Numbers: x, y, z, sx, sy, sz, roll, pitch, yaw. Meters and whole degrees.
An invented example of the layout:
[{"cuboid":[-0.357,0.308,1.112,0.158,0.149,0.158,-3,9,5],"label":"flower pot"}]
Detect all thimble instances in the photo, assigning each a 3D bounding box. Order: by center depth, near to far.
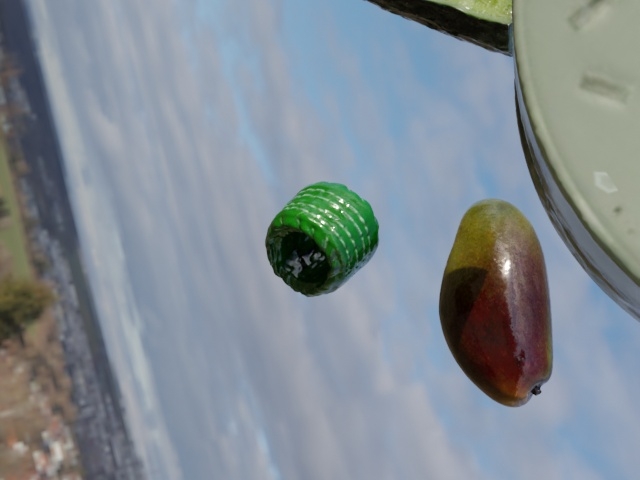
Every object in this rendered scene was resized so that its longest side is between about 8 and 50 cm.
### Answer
[{"cuboid":[0.000,0.000,1.543,0.118,0.090,0.130,29,-39,21],"label":"thimble"}]

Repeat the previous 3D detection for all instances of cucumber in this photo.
[{"cuboid":[0.121,-0.250,1.426,0.211,0.078,0.062,21,-33,26],"label":"cucumber"}]

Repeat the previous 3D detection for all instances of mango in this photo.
[{"cuboid":[0.207,0.068,1.623,0.111,0.133,0.267,40,42,-57],"label":"mango"}]

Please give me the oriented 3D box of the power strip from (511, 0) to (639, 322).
[{"cuboid":[0.250,-0.085,0.623,0.161,0.357,0.357,30,44,-79],"label":"power strip"}]
